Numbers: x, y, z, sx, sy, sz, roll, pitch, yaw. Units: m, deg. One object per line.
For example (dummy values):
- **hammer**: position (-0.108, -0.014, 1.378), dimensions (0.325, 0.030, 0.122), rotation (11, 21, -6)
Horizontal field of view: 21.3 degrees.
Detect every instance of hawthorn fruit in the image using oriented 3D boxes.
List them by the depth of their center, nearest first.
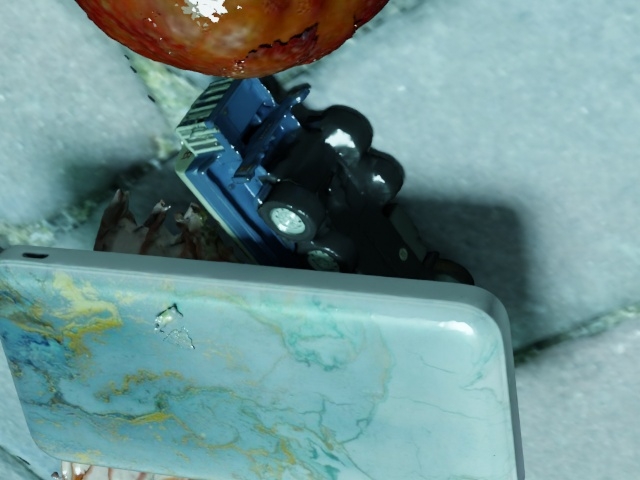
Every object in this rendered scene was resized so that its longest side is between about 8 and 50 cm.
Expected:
- **hawthorn fruit**: position (-0.050, -0.139, 0.722), dimensions (0.172, 0.148, 0.148), rotation (5, 141, 53)

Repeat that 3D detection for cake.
- **cake**: position (-0.091, 0.083, 0.998), dimensions (0.098, 0.135, 0.287), rotation (40, 149, 29)

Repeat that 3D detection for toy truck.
- **toy truck**: position (0.000, 0.000, 0.899), dimensions (0.088, 0.074, 0.201), rotation (-9, 130, 43)

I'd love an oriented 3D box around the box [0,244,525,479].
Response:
- **box**: position (-0.037, 0.072, 0.891), dimensions (0.285, 0.044, 0.142), rotation (4, 128, 20)
